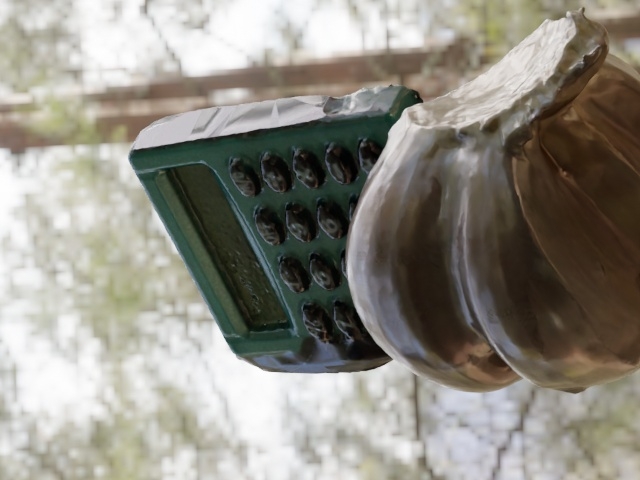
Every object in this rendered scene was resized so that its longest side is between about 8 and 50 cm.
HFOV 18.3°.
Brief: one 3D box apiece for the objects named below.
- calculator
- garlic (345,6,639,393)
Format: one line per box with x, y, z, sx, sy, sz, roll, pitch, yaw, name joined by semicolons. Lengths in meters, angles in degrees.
0.000;0.000;1.582;0.248;0.274;0.058;64;-144;-31;calculator
0.149;-0.004;1.331;0.237;0.210;0.292;-45;-56;-33;garlic
